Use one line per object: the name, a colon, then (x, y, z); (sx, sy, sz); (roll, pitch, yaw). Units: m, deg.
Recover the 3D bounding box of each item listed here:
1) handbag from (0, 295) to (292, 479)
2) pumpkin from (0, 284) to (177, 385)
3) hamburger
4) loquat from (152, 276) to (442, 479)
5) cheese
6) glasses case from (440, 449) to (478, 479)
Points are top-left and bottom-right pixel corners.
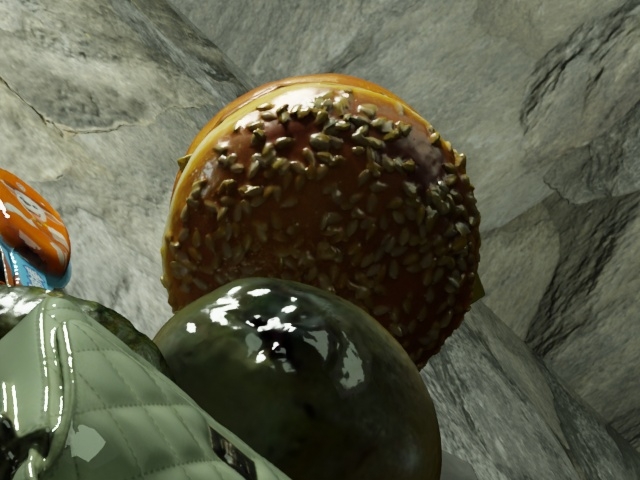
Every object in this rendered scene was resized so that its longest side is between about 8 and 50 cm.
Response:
handbag: (-0.053, 0.146, 0.759); (0.256, 0.079, 0.219); (43, 6, -27)
pumpkin: (-0.137, 0.087, 0.902); (0.183, 0.107, 0.119); (43, 14, -5)
hamburger: (0.000, 0.000, 1.396); (0.291, 0.291, 0.225); (43, 3, -14)
loquat: (-0.023, 0.117, 1.033); (0.227, 0.179, 0.179); (50, 4, -40)
cheese: (-0.203, 0.012, 1.145); (0.106, 0.037, 0.256); (38, 10, -30)
glasses case: (0.124, 0.250, 1.548); (0.072, 0.042, 0.190); (35, 12, -18)
